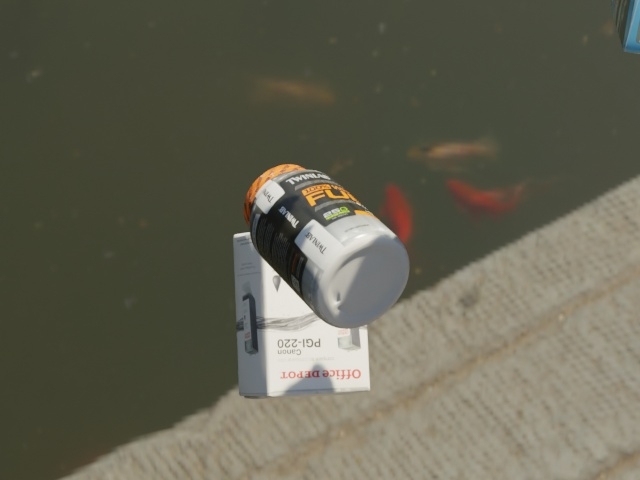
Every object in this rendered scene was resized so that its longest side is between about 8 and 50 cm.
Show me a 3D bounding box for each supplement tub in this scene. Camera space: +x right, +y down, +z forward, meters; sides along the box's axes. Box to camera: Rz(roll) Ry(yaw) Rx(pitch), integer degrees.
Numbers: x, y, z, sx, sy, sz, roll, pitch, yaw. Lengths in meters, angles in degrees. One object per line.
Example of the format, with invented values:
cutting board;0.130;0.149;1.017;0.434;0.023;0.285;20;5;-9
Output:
supplement tub;0.000;0.000;1.547;0.117;0.117;0.190;-26;39;-18

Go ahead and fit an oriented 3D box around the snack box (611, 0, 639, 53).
snack box;0.316;-0.170;1.085;0.187;0.060;0.322;10;15;8

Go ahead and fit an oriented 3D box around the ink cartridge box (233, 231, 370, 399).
ink cartridge box;-0.025;0.097;1.928;0.159;0.092;0.217;0;86;-30
